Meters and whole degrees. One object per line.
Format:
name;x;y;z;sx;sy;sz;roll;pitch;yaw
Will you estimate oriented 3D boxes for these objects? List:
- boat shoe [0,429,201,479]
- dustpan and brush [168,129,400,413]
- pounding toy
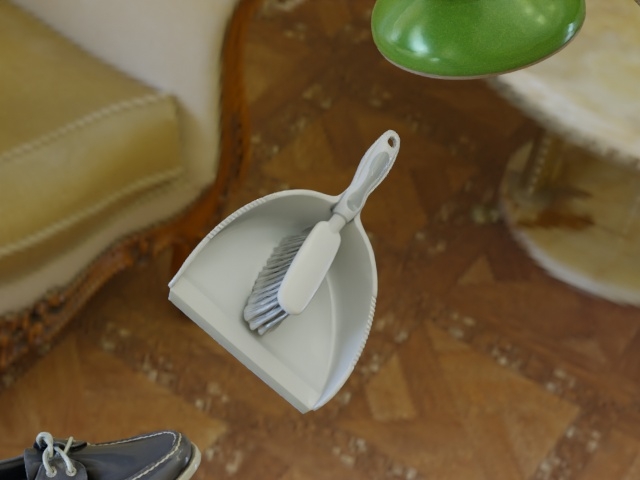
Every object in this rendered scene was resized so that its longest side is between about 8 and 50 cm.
boat shoe;-0.184;0.166;1.094;0.206;0.065;0.075;-20;23;1
dustpan and brush;0.000;0.000;1.180;0.147;0.060;0.211;42;52;-16
pounding toy;0.152;-0.235;1.356;0.237;0.110;0.183;-16;37;-5
